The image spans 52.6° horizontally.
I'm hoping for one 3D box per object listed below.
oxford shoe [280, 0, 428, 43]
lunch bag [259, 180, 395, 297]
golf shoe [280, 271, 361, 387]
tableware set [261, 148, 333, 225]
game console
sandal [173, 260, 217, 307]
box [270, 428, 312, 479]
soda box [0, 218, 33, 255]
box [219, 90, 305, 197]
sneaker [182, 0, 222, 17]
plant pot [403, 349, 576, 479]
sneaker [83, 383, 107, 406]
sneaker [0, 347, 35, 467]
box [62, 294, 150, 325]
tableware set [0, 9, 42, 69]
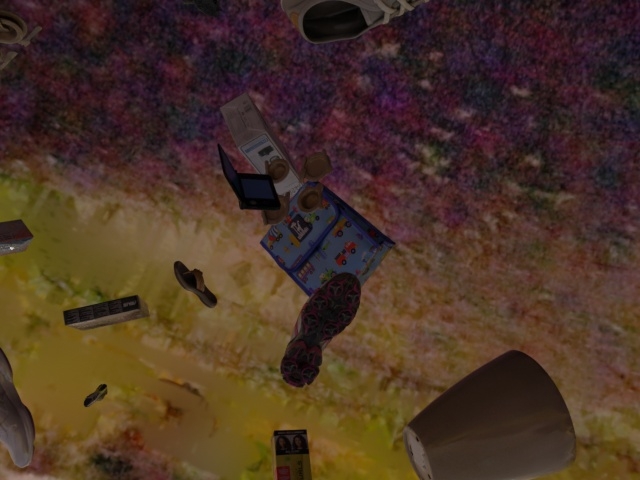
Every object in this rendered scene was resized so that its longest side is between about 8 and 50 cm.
[{"bbox_3d":[0.141,-0.468,1.174,0.449,0.130,0.169,-15,155,16],"label":"oxford shoe"},{"bbox_3d":[0.000,0.000,1.636,0.293,0.221,0.138,42,-163,18],"label":"lunch bag"},{"bbox_3d":[-0.003,0.116,0.926,0.067,0.186,0.086,28,-162,-9],"label":"golf shoe"},{"bbox_3d":[-0.051,-0.105,1.266,0.168,0.141,0.020,-11,155,25],"label":"tableware set"},{"bbox_3d":[-0.126,-0.112,1.135,0.107,0.122,0.071,2,123,-16],"label":"game console"},{"bbox_3d":[-0.311,0.106,1.650,0.049,0.072,0.180,-30,130,11],"label":"sandal"},{"bbox_3d":[-0.064,0.559,1.499,0.087,0.232,0.058,2,140,-11],"label":"box"},{"bbox_3d":[-0.781,0.001,1.532,0.063,0.058,0.183,48,-152,13],"label":"soda box"},{"bbox_3d":[-0.152,-0.250,1.784,0.087,0.169,0.290,-30,148,6],"label":"box"},{"bbox_3d":[-0.282,-0.603,1.506,0.089,0.051,0.170,4,140,2],"label":"sneaker"},{"bbox_3d":[0.315,0.385,1.301,0.273,0.257,0.256,-16,165,-14],"label":"plant pot"},{"bbox_3d":[-0.631,0.444,1.829,0.031,0.083,0.035,16,132,29],"label":"sneaker"},{"bbox_3d":[-0.777,0.402,1.522,0.114,0.152,0.305,-38,77,48],"label":"sneaker"},{"bbox_3d":[-0.562,0.194,1.719,0.190,0.045,0.184,-12,171,-10],"label":"box"},{"bbox_3d":[-0.686,-0.411,1.352,0.194,0.039,0.128,-24,152,35],"label":"tableware set"}]
